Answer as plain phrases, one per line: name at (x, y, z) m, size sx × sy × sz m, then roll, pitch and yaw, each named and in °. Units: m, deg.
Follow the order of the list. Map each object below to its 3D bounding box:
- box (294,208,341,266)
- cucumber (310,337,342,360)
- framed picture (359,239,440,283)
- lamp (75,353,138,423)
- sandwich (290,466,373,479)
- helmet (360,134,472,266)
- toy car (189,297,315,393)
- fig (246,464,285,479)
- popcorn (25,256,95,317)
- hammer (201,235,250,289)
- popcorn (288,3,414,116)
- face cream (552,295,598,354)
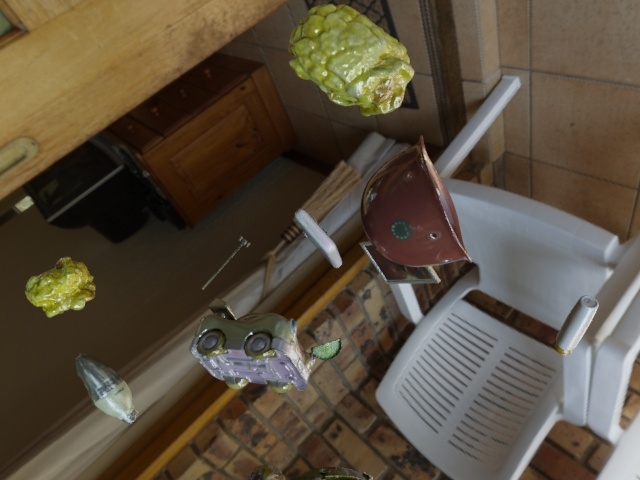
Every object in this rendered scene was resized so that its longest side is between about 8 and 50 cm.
box at (0.000, 0.000, 1.255) m, size 0.142 × 0.044 × 0.285 m, roll 47°, pitch 176°, yaw 13°
cucumber at (0.026, 0.395, 1.623) m, size 0.115 × 0.117 × 0.062 m, roll 107°, pitch 147°, yaw -78°
framed picture at (0.288, 0.075, 1.691) m, size 0.211 × 0.020 × 0.289 m, roll 56°, pitch 152°, yaw -14°
lamp at (-0.625, 0.432, 1.323) m, size 0.250 × 0.101 × 0.101 m, roll 55°, pitch 162°, yaw -7°
sandwich at (0.023, 0.763, 1.301) m, size 0.292 × 0.212 × 0.109 m, roll 30°, pitch 177°, yaw -28°
helmet at (0.228, -0.069, 1.183) m, size 0.337 × 0.230 × 0.385 m, roll 67°, pitch -163°, yaw 0°
toy car at (-0.195, 0.310, 1.385) m, size 0.336 × 0.226 × 0.242 m, roll -4°, pitch 135°, yaw 20°
fig at (-0.205, 0.941, 1.755) m, size 0.166 × 0.154 × 0.144 m, roll 44°, pitch -140°, yaw -72°
popcorn at (-0.789, 0.143, 1.382) m, size 0.198 × 0.198 × 0.155 m, roll 22°, pitch 139°, yaw 54°
hammer at (-0.427, 0.103, 2.013) m, size 0.058 × 0.292 × 0.029 m, roll 39°, pitch 166°, yaw 3°
popcorn at (0.076, -0.356, 0.922) m, size 0.286 × 0.173 × 0.225 m, roll 24°, pitch -162°, yaw -24°
face cream at (0.636, 0.215, 1.132) m, size 0.051 × 0.072 × 0.182 m, roll 30°, pitch 137°, yaw 30°
